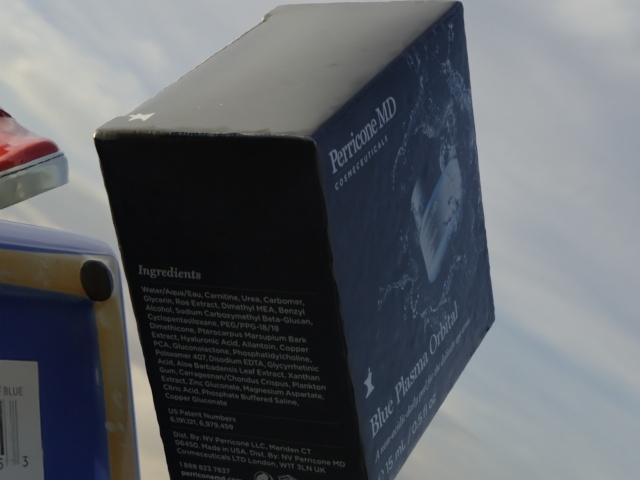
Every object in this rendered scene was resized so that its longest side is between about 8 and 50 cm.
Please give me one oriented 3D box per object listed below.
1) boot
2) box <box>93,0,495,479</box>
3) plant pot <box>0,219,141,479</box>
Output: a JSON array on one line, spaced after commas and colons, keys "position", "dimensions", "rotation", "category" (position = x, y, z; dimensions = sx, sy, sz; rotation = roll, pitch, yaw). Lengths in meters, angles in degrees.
[{"position": [-0.274, -0.109, 0.985], "dimensions": [0.244, 0.088, 0.176], "rotation": [8, -66, 51], "category": "boot"}, {"position": [0.000, 0.000, 0.551], "dimensions": [0.093, 0.156, 0.158], "rotation": [3, -62, 26], "category": "box"}, {"position": [-0.209, 0.099, 0.575], "dimensions": [0.212, 0.236, 0.236], "rotation": [-15, -16, 37], "category": "plant pot"}]
